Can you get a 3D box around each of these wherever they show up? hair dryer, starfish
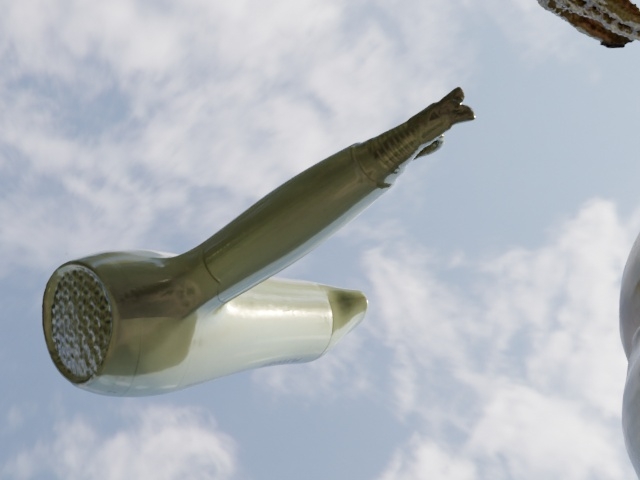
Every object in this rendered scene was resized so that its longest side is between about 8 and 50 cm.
[{"bbox_3d":[0.000,0.000,0.628,0.206,0.237,0.075,2,-124,-50],"label":"hair dryer"},{"bbox_3d":[0.158,-0.177,0.740,0.074,0.146,0.190,-16,-118,-3],"label":"starfish"}]

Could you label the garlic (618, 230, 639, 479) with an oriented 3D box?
[{"bbox_3d":[0.221,0.051,0.586,0.185,0.203,0.281,4,-120,-34],"label":"garlic"}]
